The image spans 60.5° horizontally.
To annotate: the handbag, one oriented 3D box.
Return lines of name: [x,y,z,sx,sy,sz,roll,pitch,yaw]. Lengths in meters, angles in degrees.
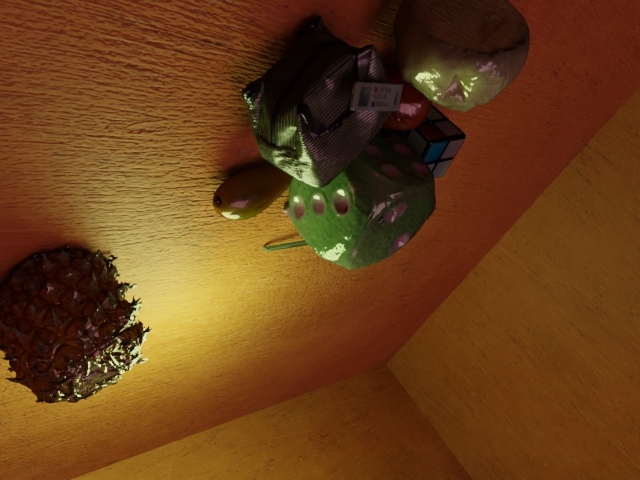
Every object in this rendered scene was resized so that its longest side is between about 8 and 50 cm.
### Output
handbag: [-0.003,-0.322,1.255,0.341,0.247,0.240,-48,155,-12]

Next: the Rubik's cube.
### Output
Rubik's cube: [0.316,-0.307,1.734,0.180,0.183,0.167,-14,143,-35]

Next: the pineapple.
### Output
pineapple: [-0.593,0.211,1.328,0.352,0.300,0.352,-35,156,-18]

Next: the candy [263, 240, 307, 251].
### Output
candy: [0.000,0.000,1.927,0.439,0.119,0.119,-9,141,-33]

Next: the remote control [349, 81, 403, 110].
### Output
remote control: [0.123,-0.315,1.199,0.162,0.029,0.061,-11,118,-42]

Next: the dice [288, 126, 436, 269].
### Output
dice: [0.118,-0.136,1.605,0.318,0.322,0.330,-14,145,-39]

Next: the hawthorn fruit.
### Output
hawthorn fruit: [0.196,-0.391,1.477,0.200,0.179,0.179,5,131,-40]

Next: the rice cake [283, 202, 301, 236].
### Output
rice cake: [-0.076,-0.068,1.785,0.047,0.036,0.207,-38,153,-6]

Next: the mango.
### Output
mango: [-0.180,-0.133,1.485,0.253,0.113,0.139,-30,148,-30]

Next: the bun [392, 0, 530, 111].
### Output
bun: [0.332,-0.468,1.347,0.359,0.360,0.211,-25,153,-24]
